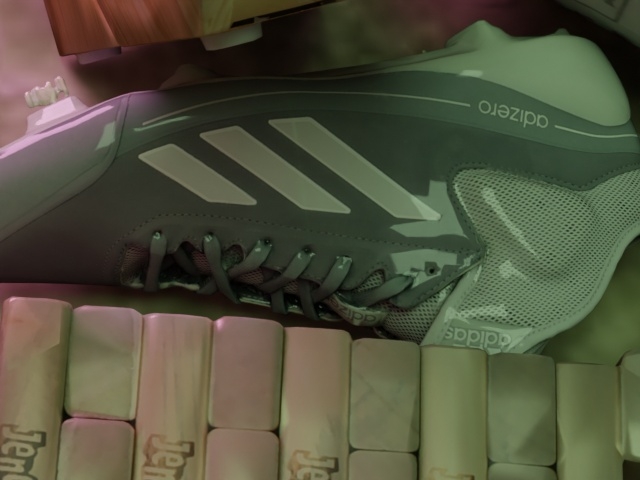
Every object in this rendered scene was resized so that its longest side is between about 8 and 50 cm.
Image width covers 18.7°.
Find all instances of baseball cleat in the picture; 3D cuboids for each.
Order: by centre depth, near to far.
[{"bbox_3d":[0.000,0.000,0.533,0.205,0.072,0.109,-15,72,-12],"label":"baseball cleat"}]

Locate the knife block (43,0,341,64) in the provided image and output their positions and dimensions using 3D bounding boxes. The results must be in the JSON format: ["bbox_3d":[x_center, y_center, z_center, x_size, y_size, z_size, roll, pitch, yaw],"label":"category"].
[{"bbox_3d":[-0.049,-0.174,0.518,0.088,0.275,0.242,-17,99,-15],"label":"knife block"}]

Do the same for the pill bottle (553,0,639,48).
[{"bbox_3d":[0.179,-0.097,0.553,0.283,0.160,0.160,30,65,6],"label":"pill bottle"}]

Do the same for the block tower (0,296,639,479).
[{"bbox_3d":[-0.082,0.070,0.479,0.335,0.091,0.097,4,66,-6],"label":"block tower"}]
